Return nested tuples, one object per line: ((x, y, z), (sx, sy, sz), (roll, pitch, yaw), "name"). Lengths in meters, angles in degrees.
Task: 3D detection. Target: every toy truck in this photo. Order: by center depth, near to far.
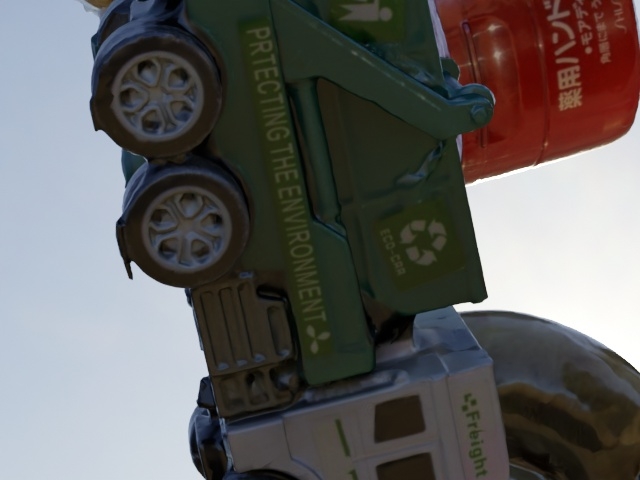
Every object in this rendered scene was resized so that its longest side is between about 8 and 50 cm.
((0.000, 0.000, 0.543), (0.116, 0.216, 0.110), (-13, 16, -3), "toy truck")

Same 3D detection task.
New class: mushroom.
((0.070, 0.143, 0.766), (0.226, 0.226, 0.178), (-21, -2, -1), "mushroom")

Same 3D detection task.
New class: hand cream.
((0.113, -0.136, 1.098), (0.125, 0.193, 0.193), (-17, -17, -8), "hand cream")

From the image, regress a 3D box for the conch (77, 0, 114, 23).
((-0.103, -0.241, 1.201), (0.159, 0.291, 0.210), (26, -24, -33), "conch")
